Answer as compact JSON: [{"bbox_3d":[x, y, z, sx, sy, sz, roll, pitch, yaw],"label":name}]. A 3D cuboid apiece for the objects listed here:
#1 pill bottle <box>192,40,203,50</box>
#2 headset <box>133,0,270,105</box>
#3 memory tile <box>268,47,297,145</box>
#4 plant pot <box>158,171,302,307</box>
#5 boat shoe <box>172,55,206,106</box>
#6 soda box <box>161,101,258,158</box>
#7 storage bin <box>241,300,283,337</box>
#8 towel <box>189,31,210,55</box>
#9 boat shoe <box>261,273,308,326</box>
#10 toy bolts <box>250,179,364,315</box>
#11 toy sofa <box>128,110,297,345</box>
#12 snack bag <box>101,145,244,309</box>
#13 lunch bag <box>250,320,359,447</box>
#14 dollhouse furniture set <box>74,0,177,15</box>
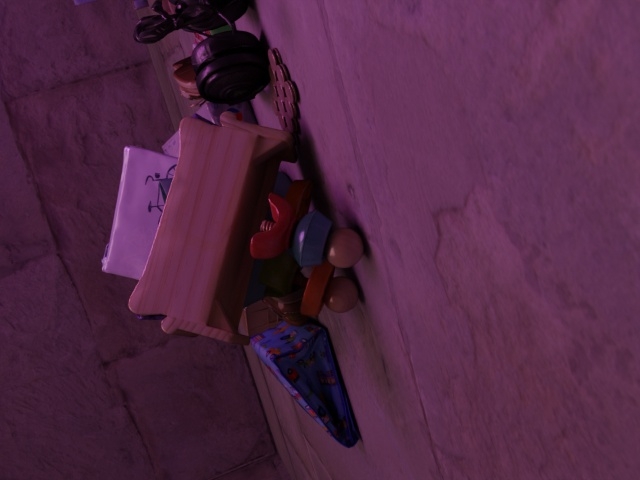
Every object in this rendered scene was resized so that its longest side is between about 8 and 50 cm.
[{"bbox_3d":[-0.209,-0.380,1.468,0.043,0.083,0.043,160,90,-77],"label":"pill bottle"},{"bbox_3d":[-0.198,-0.346,1.251,0.394,0.185,0.243,-118,11,-80],"label":"headset"},{"bbox_3d":[-0.061,-0.237,1.230,0.148,0.012,0.113,92,155,-59],"label":"memory tile"},{"bbox_3d":[-0.155,-0.012,1.440,0.293,0.235,0.293,161,90,-77],"label":"plant pot"},{"bbox_3d":[-0.252,-0.340,1.573,0.285,0.104,0.089,-121,10,-67],"label":"boat shoe"},{"bbox_3d":[-0.247,-0.222,1.619,0.286,0.098,0.091,-22,92,57],"label":"soda box"},{"bbox_3d":[-0.185,0.093,1.967,0.260,0.123,0.262,97,152,-62],"label":"storage bin"},{"bbox_3d":[-0.243,-0.392,1.699,0.329,0.037,0.237,142,107,-76],"label":"towel"},{"bbox_3d":[-0.113,0.099,1.702,0.307,0.111,0.104,-131,26,-59],"label":"boat shoe"},{"bbox_3d":[0.000,0.000,1.166,0.228,0.158,0.218,79,-152,-71],"label":"toy bolts"},{"bbox_3d":[-0.167,-0.017,1.212,0.150,0.177,0.362,61,-138,-79],"label":"toy sofa"},{"bbox_3d":[-0.294,-0.027,1.608,0.037,0.342,0.323,-77,4,-68],"label":"snack bag"},{"bbox_3d":[-0.019,0.333,1.663,0.293,0.138,0.221,64,166,-12],"label":"lunch bag"},{"bbox_3d":[-0.487,-0.600,1.806,0.286,0.303,0.198,98,151,-63],"label":"dollhouse furniture set"}]
